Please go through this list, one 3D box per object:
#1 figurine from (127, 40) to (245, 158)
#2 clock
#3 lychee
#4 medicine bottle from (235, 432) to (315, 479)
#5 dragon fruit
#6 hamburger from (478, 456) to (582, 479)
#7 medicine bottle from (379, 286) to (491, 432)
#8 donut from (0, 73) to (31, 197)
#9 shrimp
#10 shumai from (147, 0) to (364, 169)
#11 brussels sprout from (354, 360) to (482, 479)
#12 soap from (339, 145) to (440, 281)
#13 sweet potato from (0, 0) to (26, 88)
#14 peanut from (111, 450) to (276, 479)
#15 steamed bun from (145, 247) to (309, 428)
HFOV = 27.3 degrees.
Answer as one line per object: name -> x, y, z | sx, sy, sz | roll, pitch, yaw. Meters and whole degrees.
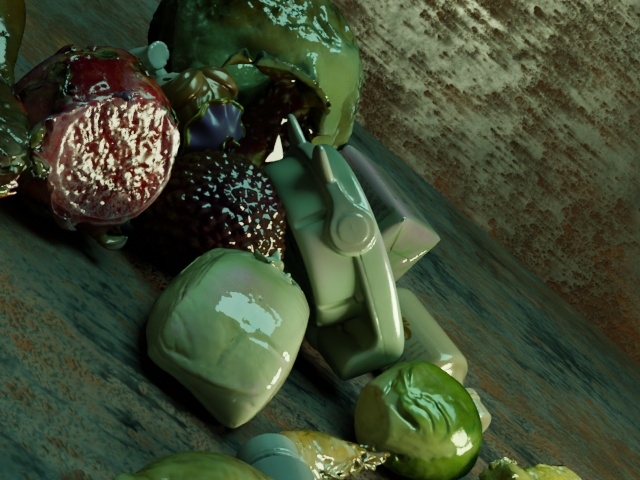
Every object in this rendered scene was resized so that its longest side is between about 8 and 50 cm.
figurine -> -0.210, -0.174, 1.790 | 0.263, 0.189, 0.142 | 15, 25, 39
clock -> 0.000, 0.000, 1.745 | 0.265, 0.109, 0.324 | -129, -158, -60
lychee -> -0.143, -0.025, 1.628 | 0.188, 0.188, 0.188 | 40, 14, -12
medicine bottle -> -0.040, 0.251, 1.269 | 0.080, 0.080, 0.130 | 36, 15, -28
dragon fruit -> -0.264, -0.100, 1.483 | 0.282, 0.211, 0.147 | -9, 42, -40
hamburger -> 0.306, 0.396, 1.706 | 0.309, 0.132, 0.211 | 23, 24, -54
medicine bottle -> 0.155, 0.188, 1.949 | 0.114, 0.114, 0.252 | 24, 24, -55
donut -> -0.408, -0.130, 1.286 | 0.270, 0.103, 0.269 | 35, 20, -15
shrimp -> 0.019, 0.264, 1.459 | 0.133, 0.053, 0.236 | 47, 17, 25
shumai -> -0.119, -0.216, 2.087 | 0.395, 0.395, 0.348 | 38, 35, -20
brussels sprout -> 0.130, 0.234, 1.682 | 0.181, 0.144, 0.161 | -5, 84, -46
soap -> 0.062, -0.021, 2.178 | 0.138, 0.182, 0.199 | 28, 21, -50
sweet potato -> -0.446, -0.304, 1.749 | 0.112, 0.112, 0.359 | 32, 21, -41
peanut -> -0.073, 0.250, 1.092 | 0.253, 0.122, 0.137 | 34, 24, -24
steamed bun -> -0.091, 0.089, 1.463 | 0.170, 0.152, 0.238 | 40, 11, -8
